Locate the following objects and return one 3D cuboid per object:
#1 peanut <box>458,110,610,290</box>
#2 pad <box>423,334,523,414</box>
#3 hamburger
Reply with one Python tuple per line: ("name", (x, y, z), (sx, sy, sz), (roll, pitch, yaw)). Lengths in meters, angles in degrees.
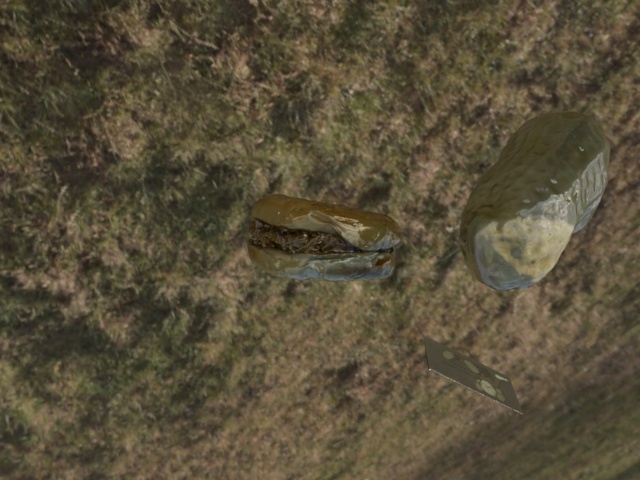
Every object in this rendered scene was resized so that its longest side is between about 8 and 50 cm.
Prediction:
("peanut", (0.278, -0.054, 0.933), (0.313, 0.152, 0.152), (-48, 158, -40))
("pad", (0.271, 0.239, 1.302), (0.190, 0.127, 0.004), (26, 109, -6))
("hamburger", (0.001, 0.000, 0.998), (0.213, 0.213, 0.108), (9, 92, -40))
